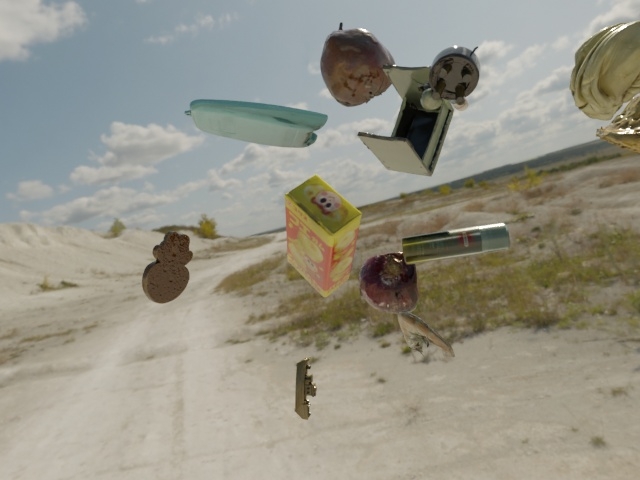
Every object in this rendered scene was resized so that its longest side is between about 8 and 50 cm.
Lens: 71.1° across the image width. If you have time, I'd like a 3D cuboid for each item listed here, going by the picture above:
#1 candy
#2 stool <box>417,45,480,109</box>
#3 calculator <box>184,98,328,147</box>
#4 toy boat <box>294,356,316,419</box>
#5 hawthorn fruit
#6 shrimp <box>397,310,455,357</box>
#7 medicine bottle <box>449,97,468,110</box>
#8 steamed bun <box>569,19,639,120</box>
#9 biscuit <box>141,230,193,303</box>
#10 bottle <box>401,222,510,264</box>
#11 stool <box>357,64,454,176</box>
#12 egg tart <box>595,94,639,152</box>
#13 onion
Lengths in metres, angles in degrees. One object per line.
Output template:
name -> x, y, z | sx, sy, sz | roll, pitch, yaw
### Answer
candy -> 0.000, 0.000, 0.986 | 0.088, 0.146, 0.276 | -36, -26, -22
stool -> 0.326, -0.407, 1.163 | 0.217, 0.125, 0.121 | -38, 24, 51
calculator -> -0.186, -0.330, 1.268 | 0.387, 0.054, 0.256 | 7, -5, -9
toy boat -> -0.048, 0.505, 1.538 | 0.072, 0.205, 0.064 | 1, -6, 8
hawthorn fruit -> 0.148, -0.725, 1.871 | 0.308, 0.324, 0.308 | -33, 26, 18
shrimp -> 0.288, 0.277, 1.212 | 0.058, 0.169, 0.296 | -47, -32, -12
medicine bottle -> 0.573, -0.575, 1.851 | 0.057, 0.057, 0.089 | -14, -13, 32
steamed bun -> 0.870, -0.519, 1.344 | 0.275, 0.203, 0.289 | -61, -7, 20
biscuit -> -0.361, 0.065, 1.069 | 0.026, 0.174, 0.124 | 14, -3, 35
bottle -> 0.377, 0.009, 1.261 | 0.286, 0.082, 0.082 | -9, 4, 12
stool -> 0.278, -0.372, 1.417 | 0.170, 0.243, 0.270 | 16, -7, 33
egg tart -> 0.788, -0.266, 0.972 | 0.342, 0.128, 0.341 | -8, 19, 3
onion -> 0.239, 0.163, 1.604 | 0.206, 0.206, 0.216 | -4, -29, 6
